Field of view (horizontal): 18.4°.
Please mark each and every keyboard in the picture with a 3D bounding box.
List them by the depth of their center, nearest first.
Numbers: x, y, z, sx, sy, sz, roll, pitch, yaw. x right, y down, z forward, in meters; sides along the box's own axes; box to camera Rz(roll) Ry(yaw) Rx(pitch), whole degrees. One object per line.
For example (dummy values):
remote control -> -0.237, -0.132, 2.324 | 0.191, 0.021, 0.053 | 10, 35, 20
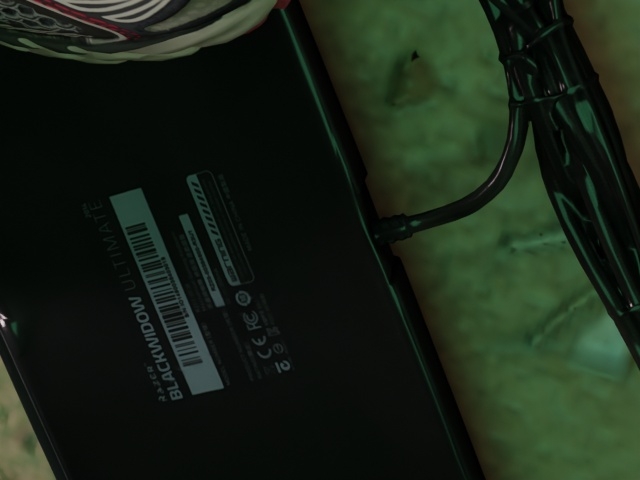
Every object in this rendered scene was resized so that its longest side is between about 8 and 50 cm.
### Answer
keyboard -> 0.000, 0.000, 0.488 | 0.202, 0.033, 0.317 | -14, 106, 29

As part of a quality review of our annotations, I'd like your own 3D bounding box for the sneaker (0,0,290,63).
sneaker -> -0.134, -0.112, 0.420 | 0.299, 0.112, 0.120 | 21, 112, 20
